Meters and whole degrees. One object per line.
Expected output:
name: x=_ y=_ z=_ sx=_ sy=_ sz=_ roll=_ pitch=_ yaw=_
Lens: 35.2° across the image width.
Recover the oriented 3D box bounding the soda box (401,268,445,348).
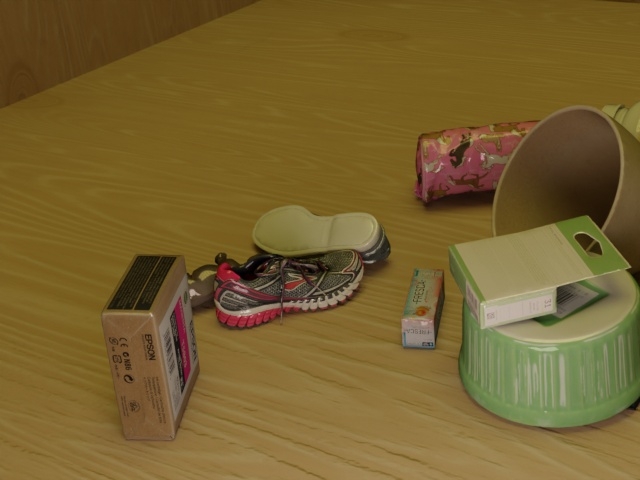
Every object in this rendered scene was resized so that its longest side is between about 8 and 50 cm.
soda box: x=0.185 y=0.118 z=1.802 sx=0.058 sy=0.063 sz=0.183 roll=1 pitch=27 yaw=13

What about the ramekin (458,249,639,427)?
ramekin: x=0.364 y=0.138 z=1.592 sx=0.303 sy=0.148 sz=0.303 roll=-7 pitch=31 yaw=4

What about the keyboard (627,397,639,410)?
keyboard: x=0.431 y=0.217 z=1.612 sx=0.180 sy=0.023 sz=0.108 roll=15 pitch=39 yaw=33

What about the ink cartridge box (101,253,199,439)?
ink cartridge box: x=-0.263 y=0.165 z=1.599 sx=0.088 sy=0.235 sz=0.193 roll=0 pitch=28 yaw=9

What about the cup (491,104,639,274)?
cup: x=0.513 y=-0.055 z=1.865 sx=0.237 sy=0.331 sz=0.331 roll=18 pitch=16 yaw=-28

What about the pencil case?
pencil case: x=0.397 y=-0.176 z=2.232 sx=0.386 sy=0.167 sz=0.160 roll=-4 pitch=5 yaw=3

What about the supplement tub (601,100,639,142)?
supplement tub: x=0.739 y=-0.162 z=2.064 sx=0.331 sy=0.241 sz=0.241 roll=11 pitch=31 yaw=28

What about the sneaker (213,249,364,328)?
sneaker: x=-0.054 y=0.072 z=1.883 sx=0.299 sy=0.112 sz=0.121 roll=-16 pitch=29 yaw=-23

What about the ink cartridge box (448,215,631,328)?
ink cartridge box: x=0.332 y=0.045 z=1.556 sx=0.235 sy=0.056 sz=0.171 roll=-11 pitch=31 yaw=-5

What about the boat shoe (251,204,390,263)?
boat shoe: x=0.000 y=0.000 z=2.065 sx=0.319 sy=0.099 sz=0.116 roll=2 pitch=65 yaw=36

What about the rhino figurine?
rhino figurine: x=-0.183 y=0.070 z=1.949 sx=0.243 sy=0.073 sz=0.106 roll=-16 pitch=23 yaw=-17
